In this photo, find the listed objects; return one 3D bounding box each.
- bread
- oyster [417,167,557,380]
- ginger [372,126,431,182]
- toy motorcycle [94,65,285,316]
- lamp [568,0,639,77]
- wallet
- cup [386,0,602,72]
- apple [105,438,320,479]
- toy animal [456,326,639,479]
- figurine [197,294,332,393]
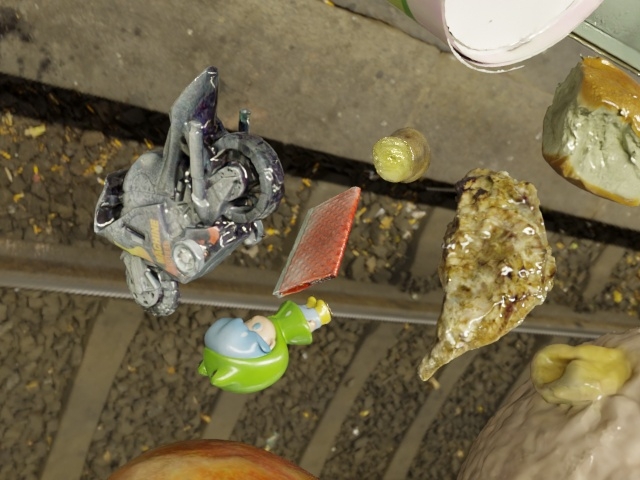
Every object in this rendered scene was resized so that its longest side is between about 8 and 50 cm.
[{"bbox_3d":[0.618,-0.224,1.511,0.278,0.250,0.225,27,130,-7],"label":"bread"},{"bbox_3d":[0.271,0.038,1.140,0.111,0.204,0.397,37,55,-38],"label":"oyster"},{"bbox_3d":[0.179,-0.184,1.513,0.116,0.109,0.263,-44,173,18],"label":"ginger"},{"bbox_3d":[-0.158,-0.039,0.769,0.307,0.173,0.108,-42,171,38],"label":"toy motorcycle"},{"bbox_3d":[0.410,-0.332,0.815,0.266,0.047,0.269,31,123,0],"label":"lamp"},{"bbox_3d":[0.000,0.000,1.009,0.103,0.197,0.020,-24,118,31],"label":"wallet"},{"bbox_3d":[0.097,-0.287,0.539,0.253,0.274,0.253,-25,148,-17],"label":"cup"},{"bbox_3d":[-0.051,0.190,0.362,0.160,0.173,0.195,-47,170,-29],"label":"apple"},{"bbox_3d":[0.186,0.166,0.439,0.226,0.188,0.358,11,125,-45],"label":"toy animal"},{"bbox_3d":[-0.101,0.189,1.311,0.263,0.162,0.143,-27,110,-22],"label":"figurine"}]
